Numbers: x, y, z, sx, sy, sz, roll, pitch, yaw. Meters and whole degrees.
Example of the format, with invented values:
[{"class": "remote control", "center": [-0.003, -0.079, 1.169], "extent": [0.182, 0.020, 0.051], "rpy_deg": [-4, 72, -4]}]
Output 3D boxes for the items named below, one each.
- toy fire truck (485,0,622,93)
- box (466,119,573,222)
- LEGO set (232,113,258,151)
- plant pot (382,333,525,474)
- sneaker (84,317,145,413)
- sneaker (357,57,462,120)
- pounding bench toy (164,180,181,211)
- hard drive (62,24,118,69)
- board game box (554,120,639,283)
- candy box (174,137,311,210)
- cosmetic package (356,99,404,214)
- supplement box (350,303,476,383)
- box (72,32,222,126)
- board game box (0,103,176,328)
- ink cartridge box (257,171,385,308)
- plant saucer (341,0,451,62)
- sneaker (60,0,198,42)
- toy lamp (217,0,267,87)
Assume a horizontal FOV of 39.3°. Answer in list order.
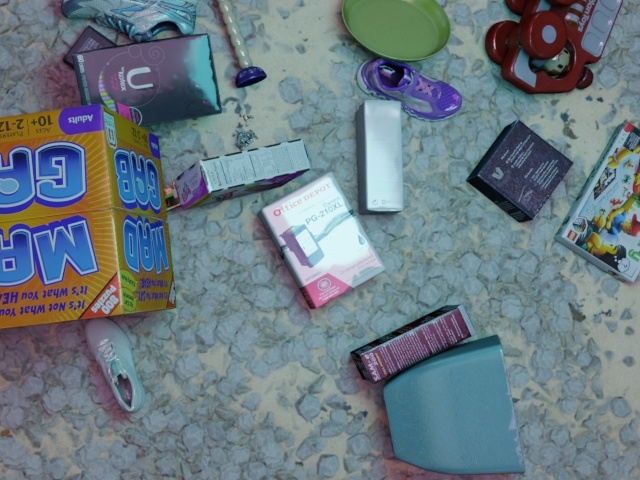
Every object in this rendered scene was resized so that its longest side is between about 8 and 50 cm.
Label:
[{"class": "toy fire truck", "center": [0.522, -0.455, 1.956], "extent": [0.254, 0.169, 0.302], "rpy_deg": [24, 84, -23]}, {"class": "box", "center": [0.430, -0.148, 1.944], "extent": [0.158, 0.093, 0.156], "rpy_deg": [38, 83, -4]}, {"class": "LEGO set", "center": [-0.162, -0.231, 1.915], "extent": [0.054, 0.023, 0.083], "rpy_deg": [-12, 87, -7]}, {"class": "plant pot", "center": [0.263, 0.340, 1.822], "extent": [0.252, 0.248, 0.247], "rpy_deg": [-10, 87, 9]}, {"class": "sneaker", "center": [-0.414, 0.249, 1.815], "extent": [0.080, 0.094, 0.212], "rpy_deg": [-27, 89, -7]}, {"class": "sneaker", "center": [0.196, -0.330, 1.925], "extent": [0.236, 0.104, 0.095], "rpy_deg": [20, 82, -6]}, {"class": "pounding bench toy", "center": [-0.323, -0.087, 1.855], "extent": [0.065, 0.083, 0.052], "rpy_deg": [-23, 89, -9]}, {"class": "hard drive", "center": [-0.459, -0.376, 1.891], "extent": [0.135, 0.022, 0.094], "rpy_deg": [35, 83, -3]}, {"class": "board game box", "center": [0.676, -0.084, 1.988], "extent": [0.193, 0.053, 0.305], "rpy_deg": [31, 83, -4]}, {"class": "candy box", "center": [-0.157, -0.132, 1.805], "extent": [0.233, 0.159, 0.071], "rpy_deg": [-15, 86, -28]}, {"class": "cosmetic package", "center": [0.125, -0.172, 1.899], "extent": [0.085, 0.117, 0.231], "rpy_deg": [0, 87, -7]}, {"class": "supplement box", "center": [0.191, 0.214, 1.871], "extent": [0.239, 0.130, 0.073], "rpy_deg": [-25, 89, -9]}, {"class": "box", "center": [-0.349, -0.319, 1.818], "extent": [0.270, 0.143, 0.165], "rpy_deg": [-12, 104, -10]}, {"class": "board game box", "center": [-0.499, -0.025, 1.661], "extent": [0.356, 0.356, 0.356], "rpy_deg": [-7, 87, 5]}, {"class": "ink cartridge box", "center": [0.000, 0.000, 1.878], "extent": [0.172, 0.100, 0.237], "rpy_deg": [-29, 90, -9]}, {"class": "plant saucer", "center": [0.159, -0.462, 1.921], "extent": [0.241, 0.037, 0.241], "rpy_deg": [7, 55, -10]}, {"class": "sneaker", "center": [-0.394, -0.468, 1.865], "extent": [0.283, 0.110, 0.122], "rpy_deg": [-4, 91, -6]}, {"class": "toy lamp", "center": [-0.189, -0.466, 1.905], "extent": [0.080, 0.080, 0.275], "rpy_deg": [-19, 91, -8]}]
